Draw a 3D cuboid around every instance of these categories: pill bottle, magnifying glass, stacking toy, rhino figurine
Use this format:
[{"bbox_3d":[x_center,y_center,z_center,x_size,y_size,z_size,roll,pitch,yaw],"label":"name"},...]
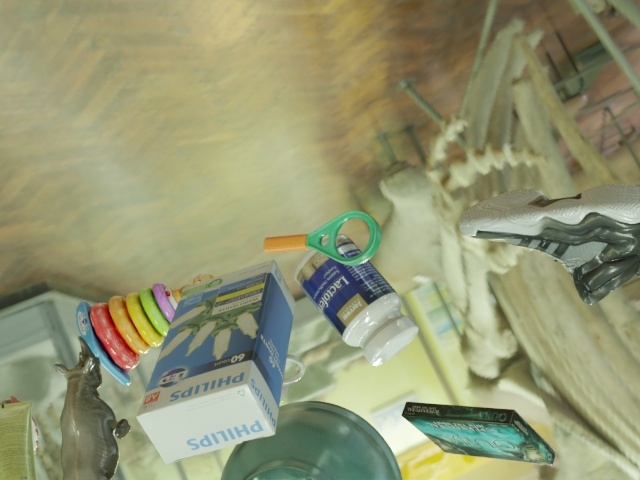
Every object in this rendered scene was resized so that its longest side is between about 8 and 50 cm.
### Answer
[{"bbox_3d":[0.077,0.126,1.928,0.153,0.265,0.153,-34,157,-17],"label":"pill bottle"},{"bbox_3d":[0.000,0.000,1.565,0.231,0.092,0.026,-6,162,35],"label":"magnifying glass"},{"bbox_3d":[-0.356,0.156,1.964,0.302,0.175,0.166,-29,136,0],"label":"stacking toy"},{"bbox_3d":[-0.297,0.241,1.184,0.073,0.243,0.106,-13,164,12],"label":"rhino figurine"}]

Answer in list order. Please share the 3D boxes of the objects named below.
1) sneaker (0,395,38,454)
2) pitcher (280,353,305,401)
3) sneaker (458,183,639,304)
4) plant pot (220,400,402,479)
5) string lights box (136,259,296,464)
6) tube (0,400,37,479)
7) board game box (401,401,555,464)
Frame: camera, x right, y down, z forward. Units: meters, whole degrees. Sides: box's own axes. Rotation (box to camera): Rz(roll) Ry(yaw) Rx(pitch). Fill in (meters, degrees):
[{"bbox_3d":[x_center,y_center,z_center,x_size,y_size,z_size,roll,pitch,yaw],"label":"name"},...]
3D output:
[{"bbox_3d":[-0.625,0.411,1.671,0.299,0.121,0.112,-52,161,16],"label":"sneaker"},{"bbox_3d":[-0.153,0.286,1.995,0.178,0.207,0.125,-48,-153,10],"label":"pitcher"},{"bbox_3d":[0.329,0.011,1.271,0.268,0.153,0.101,-4,-156,29],"label":"sneaker"},{"bbox_3d":[-0.032,0.403,1.371,0.293,0.293,0.196,-27,174,11],"label":"plant pot"},{"bbox_3d":[-0.112,0.134,1.067,0.133,0.077,0.260,-18,-155,13],"label":"string lights box"},{"bbox_3d":[-0.469,0.336,1.389,0.062,0.240,0.070,-39,135,7],"label":"tube"},{"bbox_3d":[0.224,0.274,1.301,0.186,0.126,0.026,-6,-129,45],"label":"board game box"}]
